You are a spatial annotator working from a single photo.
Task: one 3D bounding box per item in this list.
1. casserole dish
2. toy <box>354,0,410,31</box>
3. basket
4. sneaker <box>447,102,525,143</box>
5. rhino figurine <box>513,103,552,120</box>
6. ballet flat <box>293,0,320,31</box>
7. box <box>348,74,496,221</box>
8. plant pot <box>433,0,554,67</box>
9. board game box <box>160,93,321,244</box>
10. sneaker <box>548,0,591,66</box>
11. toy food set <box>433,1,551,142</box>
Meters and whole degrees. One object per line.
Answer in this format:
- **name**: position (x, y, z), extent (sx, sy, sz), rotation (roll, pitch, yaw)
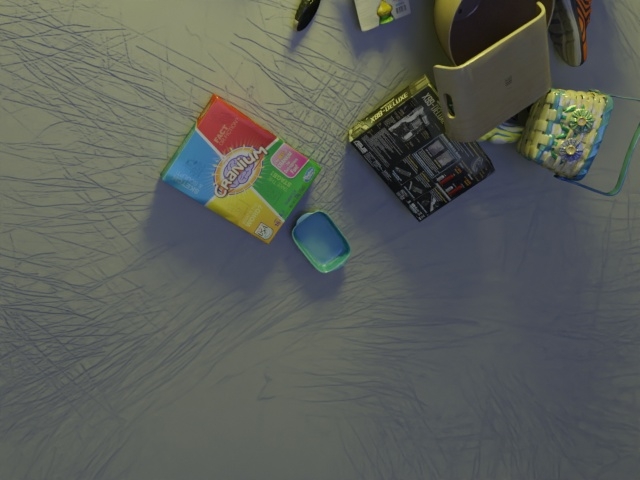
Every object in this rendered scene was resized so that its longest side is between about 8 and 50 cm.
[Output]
- **casserole dish**: position (0.000, 0.000, 1.905), extent (0.114, 0.037, 0.188), rotation (-38, 115, -1)
- **toy**: position (0.124, -0.634, 1.711), extent (0.137, 0.056, 0.237), rotation (-24, 118, -11)
- **basket**: position (0.669, -0.259, 1.838), extent (0.289, 0.201, 0.254), rotation (10, 104, -13)
- **sneaker**: position (0.431, -0.320, 1.888), extent (0.240, 0.091, 0.126), rotation (-4, 109, -14)
- **rhino figurine**: position (0.615, -0.336, 1.945), extent (0.243, 0.073, 0.106), rotation (23, 104, -23)
- **ballet flat**: position (-0.027, -0.578, 1.700), extent (0.049, 0.057, 0.173), rotation (26, 102, 19)
- **box**: position (0.258, -0.228, 1.836), extent (0.243, 0.076, 0.307), rotation (-35, 116, 20)
- **plant pot**: position (0.381, -0.554, 1.720), extent (0.284, 0.191, 0.284), rotation (-15, 133, -17)
- **board game box**: position (-0.194, -0.170, 1.775), extent (0.317, 0.064, 0.242), rotation (32, 98, -23)
- **sneaker**: position (0.679, -0.617, 1.837), extent (0.180, 0.124, 0.320), rotation (-20, 113, -7)
- **toy food set**: position (0.411, -0.392, 1.692), extent (0.306, 0.092, 0.219), rotation (-34, 136, -11)
